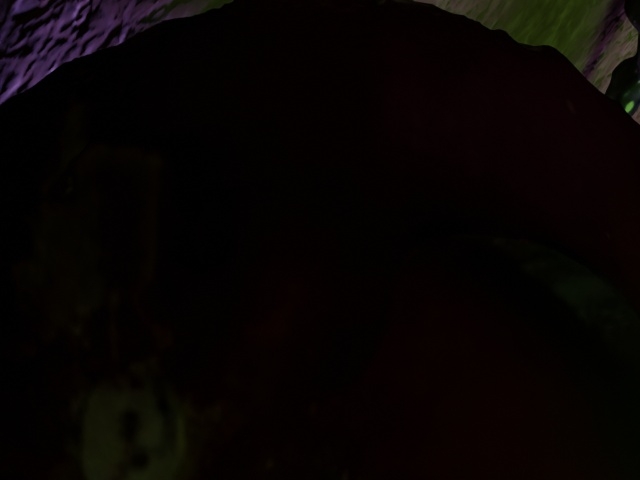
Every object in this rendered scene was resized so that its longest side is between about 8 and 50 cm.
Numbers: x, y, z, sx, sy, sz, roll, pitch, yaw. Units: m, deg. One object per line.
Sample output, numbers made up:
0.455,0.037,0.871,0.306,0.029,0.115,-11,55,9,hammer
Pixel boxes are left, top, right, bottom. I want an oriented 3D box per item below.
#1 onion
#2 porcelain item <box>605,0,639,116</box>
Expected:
0.005,0.064,0.862,0.398,0.398,0.420,-62,-178,24,onion
0.269,-0.181,1.458,0.081,0.069,0.216,-50,165,-54,porcelain item
